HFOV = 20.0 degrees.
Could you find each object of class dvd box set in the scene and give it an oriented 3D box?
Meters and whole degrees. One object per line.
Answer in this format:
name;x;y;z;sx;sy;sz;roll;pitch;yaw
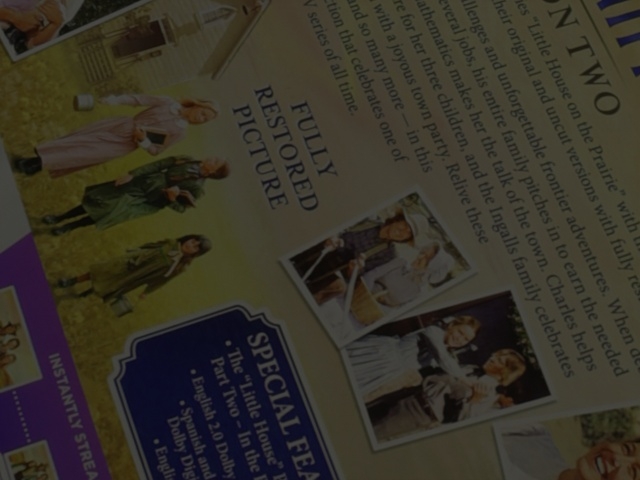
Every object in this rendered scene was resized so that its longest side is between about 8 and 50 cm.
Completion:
dvd box set;0.000;0.000;0.634;0.062;0.420;0.308;90;159;-63
